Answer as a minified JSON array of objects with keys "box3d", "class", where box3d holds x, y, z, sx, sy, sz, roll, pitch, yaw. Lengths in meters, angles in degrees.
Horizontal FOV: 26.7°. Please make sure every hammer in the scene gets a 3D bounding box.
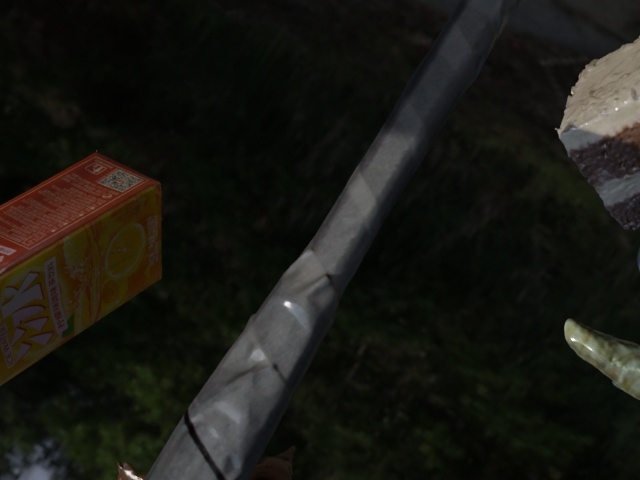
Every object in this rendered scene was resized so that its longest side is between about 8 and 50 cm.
[{"box3d":[0.000,0.000,0.561,0.152,0.427,0.044,32,173,15],"class":"hammer"}]

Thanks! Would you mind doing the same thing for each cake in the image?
[{"box3d":[0.329,-0.114,1.371,0.147,0.135,0.134,42,135,-19],"class":"cake"}]

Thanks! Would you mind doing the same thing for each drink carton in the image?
[{"box3d":[-0.210,0.027,0.970,0.071,0.096,0.223,23,-142,27],"class":"drink carton"}]

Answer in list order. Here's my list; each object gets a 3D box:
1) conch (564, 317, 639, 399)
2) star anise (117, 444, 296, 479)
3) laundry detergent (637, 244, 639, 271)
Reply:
[{"box3d":[0.410,0.150,1.186,0.386,0.169,0.203,41,176,16],"class":"conch"},{"box3d":[-0.113,0.245,1.000,0.346,0.148,0.237,1,-147,7],"class":"star anise"},{"box3d":[0.260,0.067,0.754,0.096,0.061,0.206,-14,121,41],"class":"laundry detergent"}]
